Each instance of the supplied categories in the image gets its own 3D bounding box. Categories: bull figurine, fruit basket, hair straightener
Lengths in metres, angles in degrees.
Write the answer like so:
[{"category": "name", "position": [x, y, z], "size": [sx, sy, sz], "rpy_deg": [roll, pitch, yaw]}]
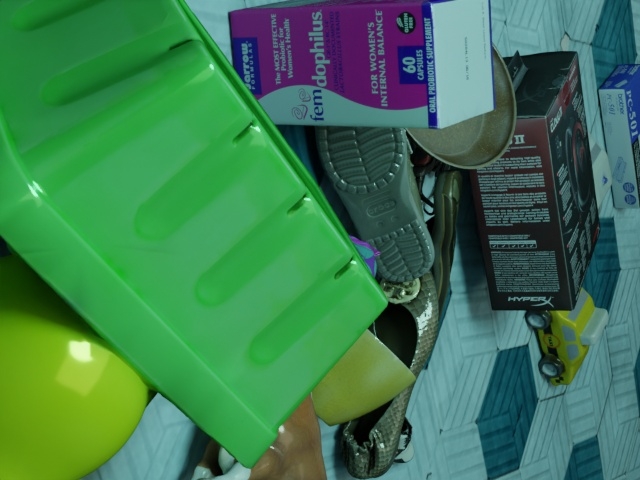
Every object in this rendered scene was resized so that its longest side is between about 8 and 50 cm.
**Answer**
[{"category": "bull figurine", "position": [-0.057, 0.227, 1.208], "size": [0.188, 0.101, 0.310], "rpy_deg": [-37, 121, -43]}, {"category": "fruit basket", "position": [-0.176, 0.032, 0.930], "size": [0.392, 0.283, 0.392], "rpy_deg": [-14, 133, -16]}, {"category": "hair straightener", "position": [0.153, -0.139, 1.522], "size": [0.089, 0.047, 0.231], "rpy_deg": [22, 75, -55]}]

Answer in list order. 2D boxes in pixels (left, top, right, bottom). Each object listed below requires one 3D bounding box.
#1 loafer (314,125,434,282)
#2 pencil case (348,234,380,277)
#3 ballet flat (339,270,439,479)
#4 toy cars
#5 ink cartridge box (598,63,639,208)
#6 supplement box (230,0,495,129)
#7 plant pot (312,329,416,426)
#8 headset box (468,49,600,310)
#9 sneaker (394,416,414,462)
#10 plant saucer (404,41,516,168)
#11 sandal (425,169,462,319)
[{"category": "loafer", "position": [0.054, -0.076, 1.365], "size": [0.087, 0.094, 0.251], "rpy_deg": [-96, 170, -63]}, {"category": "pencil case", "position": [0.000, 0.000, 1.294], "size": [0.070, 0.064, 0.152], "rpy_deg": [-49, 140, -3]}, {"category": "ballet flat", "position": [0.069, 0.139, 1.409], "size": [0.058, 0.084, 0.250], "rpy_deg": [24, 80, -56]}, {"category": "toy cars", "position": [0.371, 0.016, 1.834], "size": [0.176, 0.087, 0.394], "rpy_deg": [7, 88, -57]}, {"category": "ink cartridge box", "position": [0.486, -0.164, 2.022], "size": [0.097, 0.046, 0.207], "rpy_deg": [-46, 130, -45]}, {"category": "supplement box", "position": [0.037, -0.167, 1.190], "size": [0.114, 0.220, 0.111], "rpy_deg": [-23, 112, -52]}, {"category": "plant pot", "position": [0.016, 0.130, 1.297], "size": [0.095, 0.134, 0.134], "rpy_deg": [-47, 138, -5]}, {"category": "headset box", "position": [0.268, -0.090, 1.614], "size": [0.218, 0.110, 0.293], "rpy_deg": [-55, 138, -54]}, {"category": "sneaker", "position": [0.088, 0.226, 1.476], "size": [0.109, 0.043, 0.040], "rpy_deg": [56, 47, -46]}, {"category": "plant saucer", "position": [0.135, -0.169, 1.432], "size": [0.198, 0.036, 0.199], "rpy_deg": [14, 65, -33]}, {"category": "sandal", "position": [0.123, 0.011, 1.474], "size": [0.090, 0.060, 0.219], "rpy_deg": [-74, 168, -45]}]
